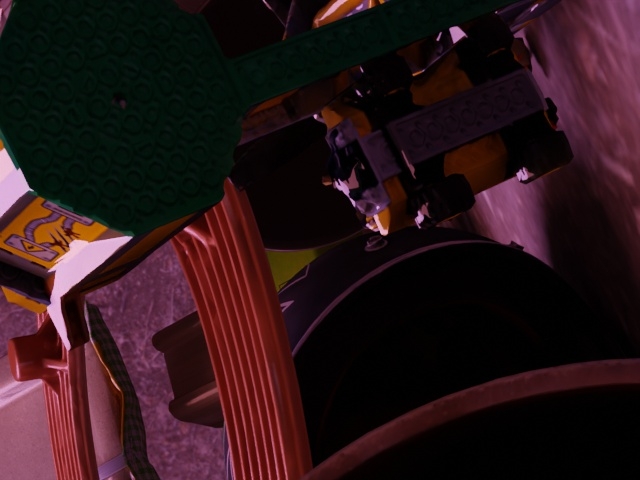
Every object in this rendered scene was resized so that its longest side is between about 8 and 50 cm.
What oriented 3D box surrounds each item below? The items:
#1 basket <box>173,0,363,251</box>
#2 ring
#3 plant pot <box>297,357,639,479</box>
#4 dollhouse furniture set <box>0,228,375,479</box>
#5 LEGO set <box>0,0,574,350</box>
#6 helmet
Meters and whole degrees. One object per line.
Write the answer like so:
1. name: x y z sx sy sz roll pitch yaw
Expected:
1. basket: -0.049 -0.089 0.775 0.154 0.204 0.227 26 -172 -30
2. ring: -0.076 0.086 0.668 0.336 0.032 0.336 172 90 -68
3. plant pot: 0.081 0.132 0.414 0.230 0.215 0.215 9 -123 -80
4. dollhouse furniture set: -0.053 0.129 0.872 0.151 0.301 0.197 11 -123 -54
5. LEGO set: -0.082 -0.121 0.495 0.331 0.255 0.192 56 146 0
6. helmet: 0.042 0.080 0.627 0.161 0.169 0.169 55 169 29
